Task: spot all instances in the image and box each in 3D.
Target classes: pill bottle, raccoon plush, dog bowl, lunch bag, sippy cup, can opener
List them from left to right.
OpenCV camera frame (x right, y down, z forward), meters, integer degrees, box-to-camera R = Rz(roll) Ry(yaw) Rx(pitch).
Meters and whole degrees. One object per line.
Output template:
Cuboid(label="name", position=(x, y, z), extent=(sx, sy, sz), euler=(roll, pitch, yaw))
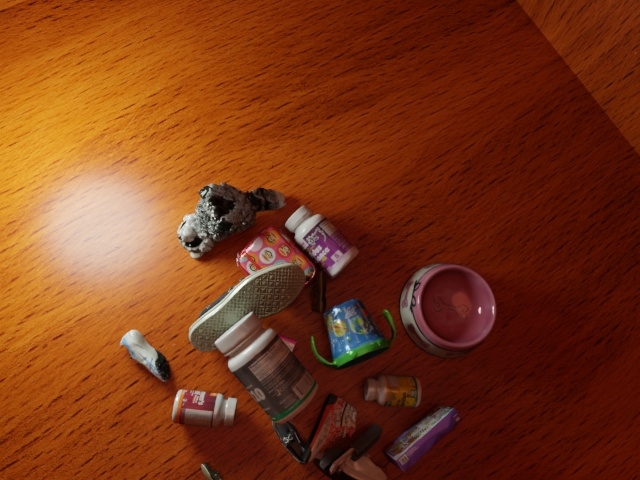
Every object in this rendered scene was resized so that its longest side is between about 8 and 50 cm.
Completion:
Cuboid(label="pill bottle", position=(-0.428, 0.629, 1.751), extent=(0.221, 0.121, 0.121), euler=(8, 75, -6))
Cuboid(label="raccoon plush", position=(-0.373, -0.059, 1.945), extent=(0.446, 0.299, 0.216), euler=(2, 56, -40))
Cuboid(label="pill bottle", position=(-0.193, 0.444, 1.660), extent=(0.204, 0.204, 0.361), euler=(-39, 91, -15))
Cuboid(label="lunch bag", position=(-0.186, 0.113, 1.909), extent=(0.293, 0.120, 0.258), euler=(44, 93, 4))
Cuboid(label="pill bottle", position=(0.000, 0.000, 1.945), extent=(0.301, 0.169, 0.169), euler=(44, 74, 5))
Cuboid(label="sippy cup", position=(0.126, 0.362, 1.854), extent=(0.305, 0.240, 0.224), euler=(0, 58, -47))
Cuboid(label="can opener", position=(0.122, 0.774, 1.760), extent=(0.280, 0.074, 0.093), euler=(-17, 42, -39))
Cuboid(label="pill bottle", position=(0.282, 0.593, 1.859), extent=(0.208, 0.117, 0.118), euler=(6, 75, -7))
Cuboid(label="dog bowl", position=(0.545, 0.280, 1.958), extent=(0.408, 0.150, 0.408), euler=(2, 75, -7))

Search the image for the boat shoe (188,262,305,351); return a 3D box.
Cuboid(label="boat shoe", position=(-0.283, 0.237, 1.803), extent=(0.500, 0.156, 0.187), euler=(-35, 106, 3))

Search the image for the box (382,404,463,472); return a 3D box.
Cuboid(label="box", position=(0.385, 0.745, 1.790), extent=(0.293, 0.201, 0.057), euler=(-35, 82, -14))

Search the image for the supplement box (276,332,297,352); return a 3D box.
Cuboid(label="supplement box", position=(-0.185, 0.477, 1.828), extent=(0.114, 0.111, 0.220), euler=(25, 73, -1))

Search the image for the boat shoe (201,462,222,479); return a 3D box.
Cuboid(label="boat shoe", position=(-0.392, 0.876, 1.735), extent=(0.133, 0.049, 0.042), euler=(48, 47, 13))

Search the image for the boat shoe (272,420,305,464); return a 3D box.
Cuboid(label="boat shoe", position=(-0.109, 0.760, 1.790), extent=(0.075, 0.065, 0.206), euler=(-35, 83, -14))

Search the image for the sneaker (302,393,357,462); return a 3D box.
Cuboid(label="sneaker", position=(0.046, 0.733, 1.781), extent=(0.145, 0.090, 0.270), euler=(30, 56, -1))

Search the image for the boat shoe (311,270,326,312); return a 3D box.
Cuboid(label="boat shoe", position=(-0.010, 0.210, 1.920), extent=(0.060, 0.064, 0.178), euler=(5, 105, 15))

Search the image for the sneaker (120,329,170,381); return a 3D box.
Cuboid(label="sneaker", position=(-0.666, 0.448, 1.795), extent=(0.086, 0.085, 0.237), euler=(-43, 88, 11))

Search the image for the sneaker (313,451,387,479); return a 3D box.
Cuboid(label="sneaker", position=(0.116, 0.859, 1.795), extent=(0.290, 0.106, 0.123), euler=(22, 40, 6))
